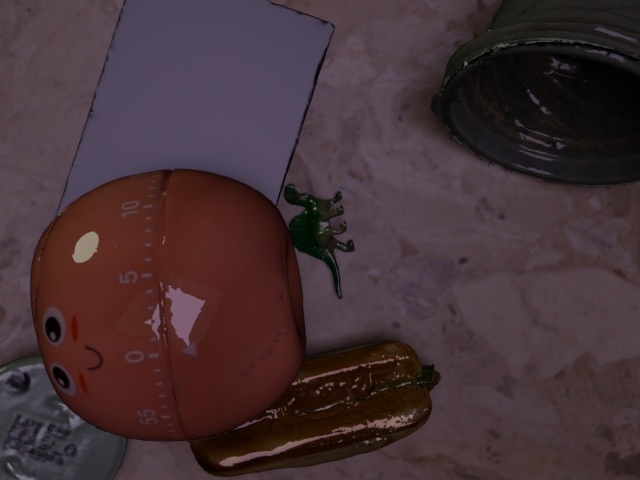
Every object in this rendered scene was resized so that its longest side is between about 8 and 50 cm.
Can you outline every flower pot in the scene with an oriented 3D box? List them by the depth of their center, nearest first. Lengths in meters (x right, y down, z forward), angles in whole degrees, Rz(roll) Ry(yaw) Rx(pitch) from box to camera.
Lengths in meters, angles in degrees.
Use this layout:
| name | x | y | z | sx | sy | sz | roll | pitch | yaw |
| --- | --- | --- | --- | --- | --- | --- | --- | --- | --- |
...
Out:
| name | x | y | z | sx | sy | sz | roll | pitch | yaw |
| --- | --- | --- | --- | --- | --- | --- | --- | --- | --- |
| flower pot | 0.229 | -0.157 | 0.818 | 0.235 | 0.235 | 0.140 | 19 | 67 | -6 |

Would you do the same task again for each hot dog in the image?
| name | x | y | z | sx | sy | sz | roll | pitch | yaw |
| --- | --- | --- | --- | --- | --- | --- | --- | --- | --- |
| hot dog | -0.004 | 0.162 | 0.872 | 0.250 | 0.076 | 0.104 | -14 | 75 | -8 |

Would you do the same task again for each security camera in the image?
| name | x | y | z | sx | sy | sz | roll | pitch | yaw |
| --- | --- | --- | --- | --- | --- | --- | --- | --- | --- |
| security camera | -0.326 | 0.152 | 0.839 | 0.301 | 0.080 | 0.157 | 24 | 89 | -16 |

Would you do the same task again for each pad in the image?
| name | x | y | z | sx | sy | sz | roll | pitch | yaw |
| --- | --- | --- | --- | --- | --- | --- | --- | --- | --- |
| pad | -0.125 | -0.097 | 0.875 | 0.202 | 0.005 | 0.300 | 17 | 92 | -7 |

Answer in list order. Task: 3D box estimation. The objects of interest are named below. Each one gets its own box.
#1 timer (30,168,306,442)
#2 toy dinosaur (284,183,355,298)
| name | x | y | z | sx | sy | sz | roll | pitch | yaw |
| --- | --- | --- | --- | --- | --- | --- | --- | --- | --- |
| timer | -0.126 | 0.055 | 0.767 | 0.215 | 0.229 | 0.230 | -8 | 94 | 4 |
| toy dinosaur | 0.000 | -0.001 | 0.887 | 0.060 | 0.029 | 0.120 | -10 | 100 | 11 |
